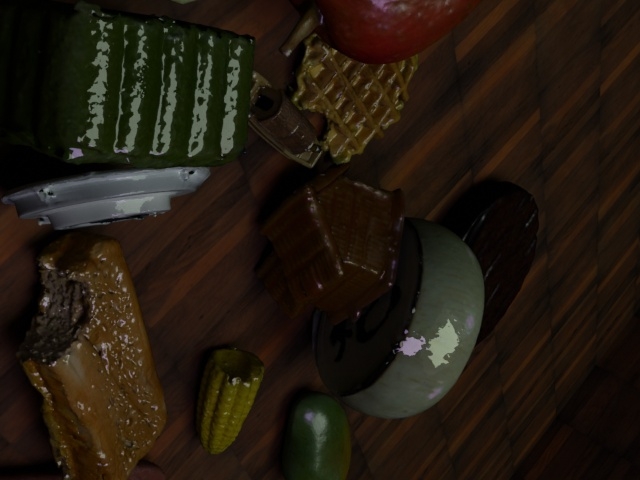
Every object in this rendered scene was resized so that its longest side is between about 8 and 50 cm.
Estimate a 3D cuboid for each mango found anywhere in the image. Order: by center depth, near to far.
[{"bbox_3d":[-0.010,0.398,1.791,0.156,0.114,0.251,-21,119,-31],"label":"mango"}]

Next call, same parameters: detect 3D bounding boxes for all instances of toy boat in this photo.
[{"bbox_3d":[-0.055,-0.166,1.319,0.068,0.088,0.226,-57,146,-6],"label":"toy boat"}]

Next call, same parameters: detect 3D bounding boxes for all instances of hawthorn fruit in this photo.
[{"bbox_3d":[0.060,-0.356,1.172,0.330,0.287,0.287,-48,145,-8],"label":"hawthorn fruit"}]

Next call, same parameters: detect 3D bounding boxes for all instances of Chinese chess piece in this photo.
[{"bbox_3d":[0.125,0.128,1.559,0.146,0.349,0.349,23,97,-24],"label":"Chinese chess piece"}]

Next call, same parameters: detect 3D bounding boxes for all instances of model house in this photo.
[{"bbox_3d":[0.001,0.001,1.469,0.229,0.199,0.220,25,54,-31],"label":"model house"}]

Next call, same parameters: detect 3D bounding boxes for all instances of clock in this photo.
[{"bbox_3d":[-0.242,-0.046,1.043,0.236,0.236,0.053,-7,89,-51],"label":"clock"}]

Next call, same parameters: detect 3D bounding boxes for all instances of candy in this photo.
[{"bbox_3d":[-0.161,0.274,1.508,0.106,0.094,0.199,-75,-177,-62],"label":"candy"}]

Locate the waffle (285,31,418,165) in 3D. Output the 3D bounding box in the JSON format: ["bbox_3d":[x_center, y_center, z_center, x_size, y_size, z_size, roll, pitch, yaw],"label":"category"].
[{"bbox_3d":[0.059,-0.264,1.424,0.281,0.058,0.301,-40,142,-26],"label":"waffle"}]

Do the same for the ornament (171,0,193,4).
[{"bbox_3d":[-0.186,-0.335,1.001,0.180,0.059,0.201,-17,162,-5],"label":"ornament"}]

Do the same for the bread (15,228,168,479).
[{"bbox_3d":[-0.310,0.169,1.203,0.185,0.109,0.381,-49,147,-40],"label":"bread"}]

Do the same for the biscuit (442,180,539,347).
[{"bbox_3d":[0.342,0.060,2.014,0.407,0.091,0.408,-30,134,-36],"label":"biscuit"}]

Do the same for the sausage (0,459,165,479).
[{"bbox_3d":[-0.376,0.365,1.299,0.433,0.088,0.088,13,104,-56],"label":"sausage"}]

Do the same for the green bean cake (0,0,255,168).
[{"bbox_3d":[-0.224,-0.165,0.937,0.246,0.249,0.157,-5,107,-50],"label":"green bean cake"}]
